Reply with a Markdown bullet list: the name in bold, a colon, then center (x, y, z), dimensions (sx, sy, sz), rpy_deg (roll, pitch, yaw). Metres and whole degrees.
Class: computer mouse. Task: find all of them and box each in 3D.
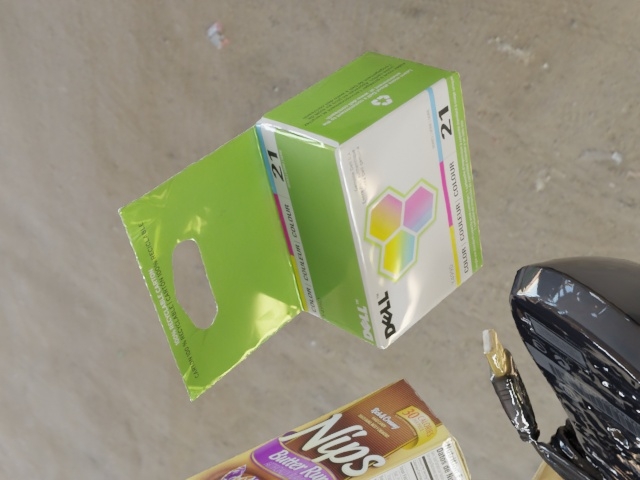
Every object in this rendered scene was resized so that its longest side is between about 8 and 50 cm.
- **computer mouse**: center (0.134, 0.067, 0.442), dimensions (0.184, 0.060, 0.262), rpy_deg (38, 167, 50)

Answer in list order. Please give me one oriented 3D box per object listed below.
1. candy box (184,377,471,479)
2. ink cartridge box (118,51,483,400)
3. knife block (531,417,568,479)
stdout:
- **candy box**: center (-0.001, 0.171, 0.681), dimensions (0.109, 0.187, 0.053), rpy_deg (-136, 25, -71)
- **ink cartridge box**: center (0.000, 0.000, 0.746), dimensions (0.097, 0.255, 0.188), rpy_deg (22, 137, 41)
- **knife block**: center (0.228, 0.171, 0.772), dimensions (0.088, 0.242, 0.275), rpy_deg (31, 145, 17)
